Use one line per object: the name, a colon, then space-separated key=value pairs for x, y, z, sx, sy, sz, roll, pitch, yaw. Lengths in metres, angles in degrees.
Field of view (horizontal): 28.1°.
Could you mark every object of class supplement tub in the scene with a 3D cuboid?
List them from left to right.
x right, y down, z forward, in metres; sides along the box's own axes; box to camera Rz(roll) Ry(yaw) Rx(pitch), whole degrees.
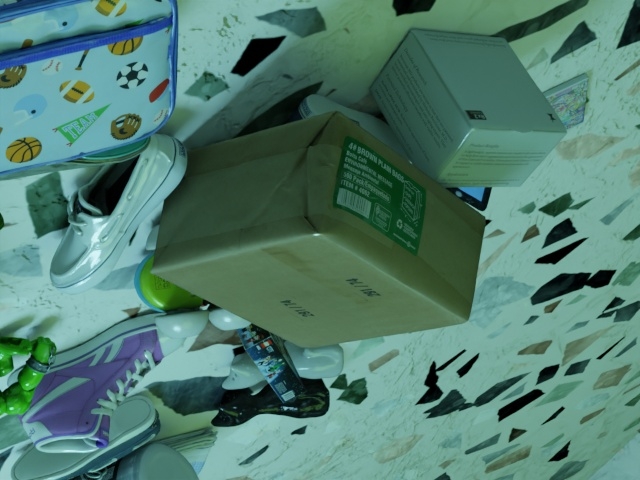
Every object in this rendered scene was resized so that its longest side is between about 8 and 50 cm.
supplement tub: x=-0.369 y=0.487 z=2.194 sx=0.316 sy=0.193 sz=0.193 roll=-26 pitch=153 yaw=22

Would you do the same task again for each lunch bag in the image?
lunch bag: x=-0.299 y=-0.186 z=1.321 sx=0.303 sy=0.115 sz=0.243 roll=-18 pitch=147 yaw=-22

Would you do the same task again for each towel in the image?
towel: x=-0.317 y=0.453 z=2.381 sx=0.209 sy=0.034 sz=0.285 roll=-9 pitch=145 yaw=-30

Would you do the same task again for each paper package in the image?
paper package: x=0.000 y=0.000 z=1.634 sx=0.309 sy=0.168 sz=0.325 roll=-13 pitch=149 yaw=38

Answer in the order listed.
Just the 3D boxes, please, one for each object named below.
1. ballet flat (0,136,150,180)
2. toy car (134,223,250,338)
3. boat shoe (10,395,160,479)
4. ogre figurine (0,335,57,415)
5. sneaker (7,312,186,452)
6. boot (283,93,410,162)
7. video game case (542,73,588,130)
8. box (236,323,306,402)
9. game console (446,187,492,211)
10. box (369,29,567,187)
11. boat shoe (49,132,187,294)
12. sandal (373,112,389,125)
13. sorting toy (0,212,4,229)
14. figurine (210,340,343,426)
ballet flat: x=-0.306 y=-0.113 z=1.491 sx=0.213 sy=0.072 sz=0.068 roll=-10 pitch=173 yaw=-29
toy car: x=-0.180 y=0.051 z=1.790 sx=0.182 sy=0.159 sz=0.136 roll=-8 pitch=-179 yaw=-33
boat shoe: x=-0.382 y=0.343 z=2.098 sx=0.254 sy=0.095 sz=0.079 roll=-30 pitch=141 yaw=-16
ogre figurine: x=-0.469 y=0.199 z=1.783 sx=0.197 sy=0.097 sz=0.118 roll=-19 pitch=124 yaw=-46
sneaker: x=-0.308 y=0.226 z=1.906 sx=0.282 sy=0.161 sz=0.102 roll=-26 pitch=149 yaw=-9
boot: x=0.030 y=-0.130 z=1.724 sx=0.190 sy=0.069 sz=0.086 roll=24 pitch=130 yaw=-31
video game case: x=0.372 y=-0.202 z=1.980 sx=0.087 sy=0.011 sz=0.122 roll=-25 pitch=151 yaw=-7
box: x=-0.096 y=0.136 z=1.948 sx=0.044 sy=0.159 sz=0.233 roll=-27 pitch=151 yaw=-1
game console: x=0.202 y=-0.086 z=1.956 sx=0.071 sy=0.107 sz=0.122 roll=-48 pitch=160 yaw=-27
box: x=0.195 y=-0.173 z=1.698 sx=0.181 sy=0.182 sz=0.119 roll=-2 pitch=143 yaw=-39
boat shoe: x=-0.276 y=-0.040 z=1.603 sx=0.084 sy=0.095 sz=0.258 roll=19 pitch=115 yaw=-48
sandal: x=0.046 y=-0.107 z=1.793 sx=0.219 sy=0.060 sz=0.090 roll=-29 pitch=151 yaw=-3
sorting toy: x=-0.423 y=-0.037 z=1.496 sx=0.042 sy=0.061 sz=0.102 roll=-40 pitch=126 yaw=19
figurine: x=-0.080 y=0.247 z=2.219 sx=0.209 sy=0.092 sz=0.215 roll=-11 pitch=146 yaw=-21
